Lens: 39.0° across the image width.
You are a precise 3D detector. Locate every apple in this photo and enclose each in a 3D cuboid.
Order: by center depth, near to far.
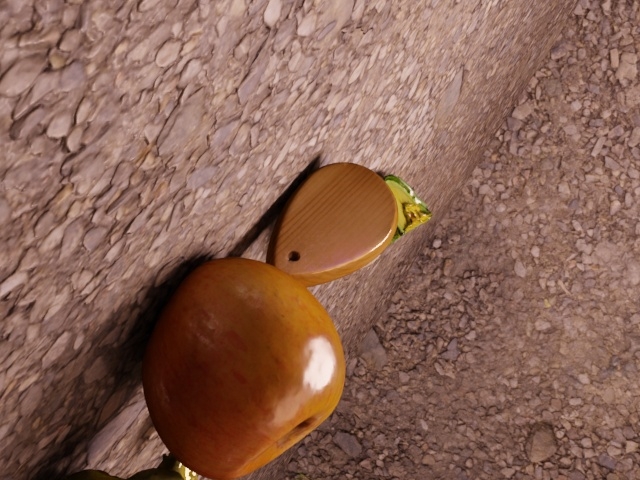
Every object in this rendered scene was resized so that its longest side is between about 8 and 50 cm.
[{"bbox_3d":[-0.118,0.177,1.296,0.299,0.275,0.299,-39,167,-11],"label":"apple"}]

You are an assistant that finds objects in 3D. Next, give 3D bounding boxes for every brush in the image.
[{"bbox_3d":[0.000,0.000,1.494,0.267,0.174,0.166,-40,171,-25],"label":"brush"}]

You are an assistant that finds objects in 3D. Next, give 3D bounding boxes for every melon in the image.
[{"bbox_3d":[0.116,-0.041,1.905,0.169,0.129,0.265,-36,177,21],"label":"melon"}]

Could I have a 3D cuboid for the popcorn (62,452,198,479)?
[{"bbox_3d":[-0.306,0.465,1.288,0.274,0.279,0.335,96,-11,-63],"label":"popcorn"}]
